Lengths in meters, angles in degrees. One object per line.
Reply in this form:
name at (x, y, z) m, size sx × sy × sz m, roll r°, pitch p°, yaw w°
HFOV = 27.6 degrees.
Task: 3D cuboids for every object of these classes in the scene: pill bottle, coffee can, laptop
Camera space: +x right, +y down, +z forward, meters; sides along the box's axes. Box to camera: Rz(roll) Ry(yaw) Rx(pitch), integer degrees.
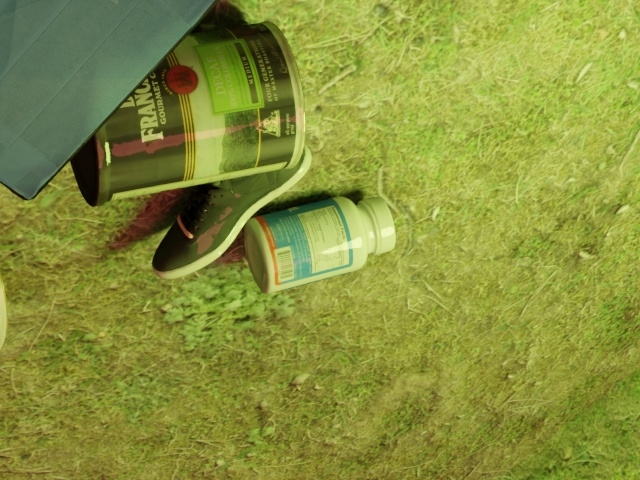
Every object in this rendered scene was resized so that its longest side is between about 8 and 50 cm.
pill bottle at (0.000, 0.000, 2.055) m, size 0.221 × 0.124 × 0.124 m, roll -14°, pitch 140°, yaw -17°
coffee can at (-0.183, -0.168, 1.692) m, size 0.275 × 0.201 × 0.202 m, roll -12°, pitch 139°, yaw -20°
laptop at (-0.377, -0.224, 1.349) m, size 0.382 × 0.236 × 0.408 m, roll -43°, pitch 171°, yaw 23°

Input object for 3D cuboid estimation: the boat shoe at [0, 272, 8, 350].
boat shoe at (-0.525, 0.136, 1.913) m, size 0.096 × 0.098 × 0.277 m, roll -4°, pitch 137°, yaw -29°

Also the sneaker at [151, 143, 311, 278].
sneaker at (-0.164, -0.073, 1.897) m, size 0.295 × 0.104 × 0.147 m, roll -41°, pitch 139°, yaw 7°
